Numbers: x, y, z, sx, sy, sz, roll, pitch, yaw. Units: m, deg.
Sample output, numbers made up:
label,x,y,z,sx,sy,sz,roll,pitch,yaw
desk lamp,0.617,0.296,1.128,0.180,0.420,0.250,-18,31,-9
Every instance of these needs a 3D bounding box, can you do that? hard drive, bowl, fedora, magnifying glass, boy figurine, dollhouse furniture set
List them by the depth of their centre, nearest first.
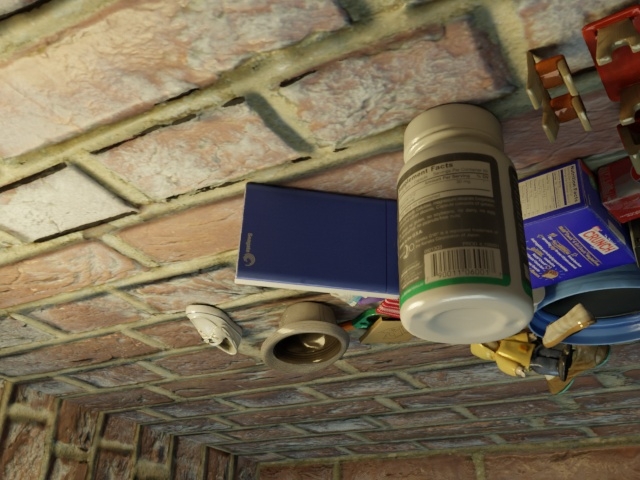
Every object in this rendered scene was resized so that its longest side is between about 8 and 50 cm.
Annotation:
label,x,y,z,sx,sy,sz,roll,pitch,yaw
dollhouse furniture set,0.468,-0.233,1.001,0.262,0.135,0.259,-16,135,30
hard drive,0.616,-0.027,1.317,0.022,0.135,0.094,-11,148,27
hard drive,0.000,0.000,1.337,0.318,0.210,0.040,6,152,-7
bowl,0.728,0.166,1.725,0.391,0.077,0.391,2,152,1
fedora,-0.044,0.262,1.911,0.243,0.124,0.275,9,142,-17
boy figurine,0.580,0.322,1.959,0.285,0.177,0.092,10,130,33
magnifying glass,0.118,0.240,1.964,0.231,0.026,0.092,-20,145,36

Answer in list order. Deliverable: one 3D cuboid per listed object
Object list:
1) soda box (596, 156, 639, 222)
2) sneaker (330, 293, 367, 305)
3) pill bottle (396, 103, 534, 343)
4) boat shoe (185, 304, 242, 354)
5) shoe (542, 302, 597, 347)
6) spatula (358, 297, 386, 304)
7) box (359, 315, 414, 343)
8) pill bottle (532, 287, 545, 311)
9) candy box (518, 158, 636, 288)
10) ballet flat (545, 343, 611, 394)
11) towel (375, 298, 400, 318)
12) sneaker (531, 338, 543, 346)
label,x,y,z,sx,sy,sz,roll,pitch,yaw
soda box,0.637,-0.123,1.194,0.263,0.083,0.092,-22,142,38
sneaker,0.077,0.110,1.687,0.083,0.071,0.191,17,149,-13
pill bottle,0.227,-0.031,1.106,0.204,0.361,0.204,2,151,1
boat shoe,-0.307,0.265,1.979,0.095,0.084,0.258,-12,148,25
shoe,0.617,0.214,1.696,0.076,0.058,0.219,-23,162,-19
spatula,0.245,0.154,1.788,0.296,0.030,0.084,3,152,-2
box,0.218,0.258,1.956,0.164,0.021,0.201,-1,155,-17
pill bottle,0.477,0.156,1.690,0.112,0.112,0.187,9,151,-11
candy box,0.436,-0.011,1.378,0.317,0.122,0.268,-19,144,36
ballet flat,0.761,0.378,2.096,0.124,0.116,0.342,24,150,3
towel,0.292,0.137,1.714,0.199,0.031,0.275,16,139,-22
sneaker,0.601,0.340,2.063,0.188,0.067,0.078,-17,152,36
